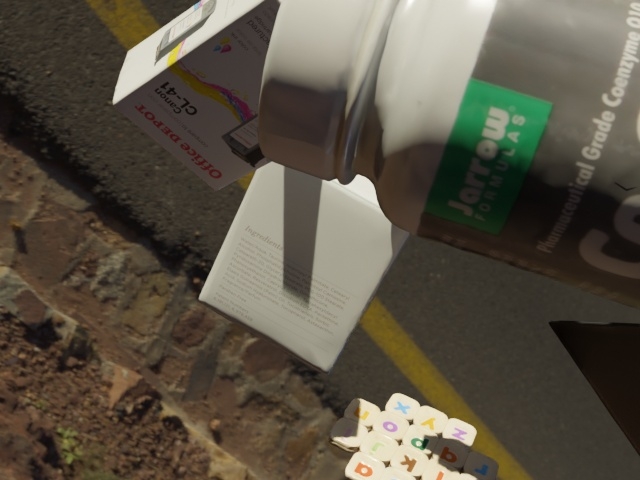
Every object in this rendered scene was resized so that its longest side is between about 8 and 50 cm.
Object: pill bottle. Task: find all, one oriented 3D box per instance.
[{"bbox_3d":[0.157,-0.077,0.522,0.204,0.361,0.204,18,90,-83],"label":"pill bottle"}]

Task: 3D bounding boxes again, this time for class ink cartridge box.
[{"bbox_3d":[-0.104,-0.231,1.163,0.226,0.306,0.131,41,36,-34],"label":"ink cartridge box"}]

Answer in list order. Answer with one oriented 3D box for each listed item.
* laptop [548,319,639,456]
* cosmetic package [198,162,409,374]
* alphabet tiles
[{"bbox_3d":[0.595,0.174,1.054,0.408,0.236,0.382,-36,109,8],"label":"laptop"},{"bbox_3d":[0.000,0.000,1.758,0.394,0.327,0.329,-63,174,25],"label":"cosmetic package"},{"bbox_3d":[0.163,0.368,1.418,0.278,0.284,0.021,-41,150,-61],"label":"alphabet tiles"}]
